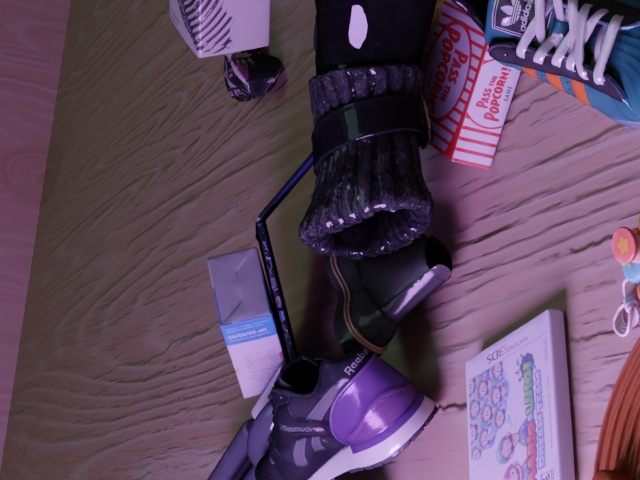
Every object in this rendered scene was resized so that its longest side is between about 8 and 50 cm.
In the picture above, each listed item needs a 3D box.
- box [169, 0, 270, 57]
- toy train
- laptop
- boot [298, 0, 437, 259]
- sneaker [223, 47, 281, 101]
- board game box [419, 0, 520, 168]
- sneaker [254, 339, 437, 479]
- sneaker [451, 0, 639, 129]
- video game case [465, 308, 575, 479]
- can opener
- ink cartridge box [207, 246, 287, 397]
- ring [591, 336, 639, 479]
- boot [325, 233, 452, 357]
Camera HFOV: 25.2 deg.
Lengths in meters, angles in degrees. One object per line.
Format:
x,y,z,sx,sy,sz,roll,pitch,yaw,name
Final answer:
-0.113,-0.352,1.600,0.113,0.094,0.275,-126,30,-47,box
0.251,0.039,1.034,0.166,0.046,0.125,-153,76,-67,toy train
0.000,0.000,1.602,0.234,0.137,0.264,157,99,-89,laptop
0.050,-0.149,1.315,0.348,0.131,0.260,90,-176,-67,boot
-0.099,-0.227,2.005,0.178,0.072,0.077,-111,26,-66,sneaker
0.134,-0.170,1.419,0.193,0.045,0.146,-133,56,-64,board game box
-0.003,0.172,1.443,0.107,0.124,0.283,-47,6,-38,sneaker
0.200,-0.167,1.161,0.302,0.121,0.108,-136,60,-64,sneaker
0.167,0.155,1.217,0.143,0.019,0.157,137,139,-56,video game case
-0.083,0.248,1.650,0.076,0.095,0.283,50,137,18,can opener
-0.078,0.107,1.649,0.181,0.062,0.104,77,179,-49,ink cartridge box
0.277,0.158,0.871,0.337,0.032,0.336,-29,55,52,ring
0.078,0.022,1.461,0.137,0.077,0.198,-46,29,24,boot
